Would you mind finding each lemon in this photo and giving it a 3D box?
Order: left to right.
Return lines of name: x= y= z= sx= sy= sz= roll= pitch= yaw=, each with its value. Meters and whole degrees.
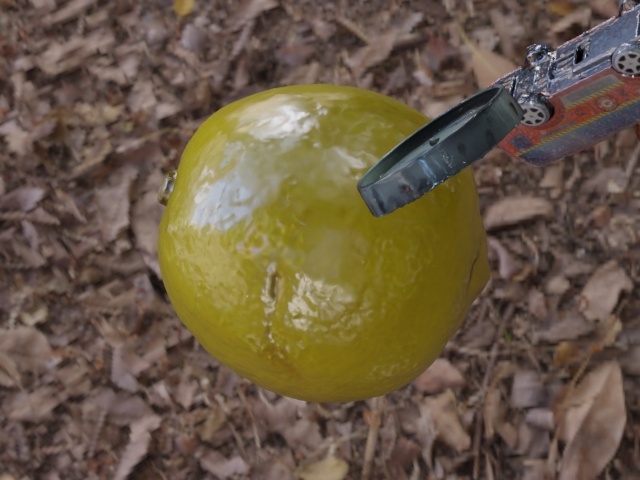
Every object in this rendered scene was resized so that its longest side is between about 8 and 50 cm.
lemon: x=0.000 y=0.000 z=1.242 sx=0.347 sy=0.348 sz=0.348 roll=-7 pitch=51 yaw=8

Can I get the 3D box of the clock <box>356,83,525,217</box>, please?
clock: x=0.053 y=-0.041 z=0.554 sx=0.085 sy=0.017 sz=0.085 roll=-35 pitch=8 yaw=6

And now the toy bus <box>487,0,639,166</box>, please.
toy bus: x=0.204 y=-0.115 z=0.869 sx=0.192 sy=0.077 sz=0.065 roll=-26 pitch=36 yaw=43

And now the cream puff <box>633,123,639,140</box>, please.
cream puff: x=0.362 y=-0.142 z=1.150 sx=0.149 sy=0.149 sz=0.084 roll=-5 pitch=37 yaw=10
